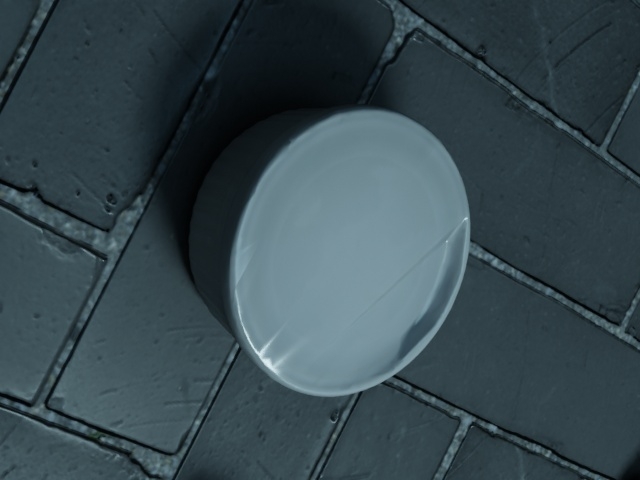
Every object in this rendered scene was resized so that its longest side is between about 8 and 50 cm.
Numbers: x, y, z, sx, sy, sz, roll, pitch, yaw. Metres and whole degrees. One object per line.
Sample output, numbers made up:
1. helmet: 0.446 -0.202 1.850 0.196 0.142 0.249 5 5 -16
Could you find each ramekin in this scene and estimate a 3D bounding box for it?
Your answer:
1. ramekin: 0.000 0.000 1.282 0.272 0.127 0.273 -10 109 -32
